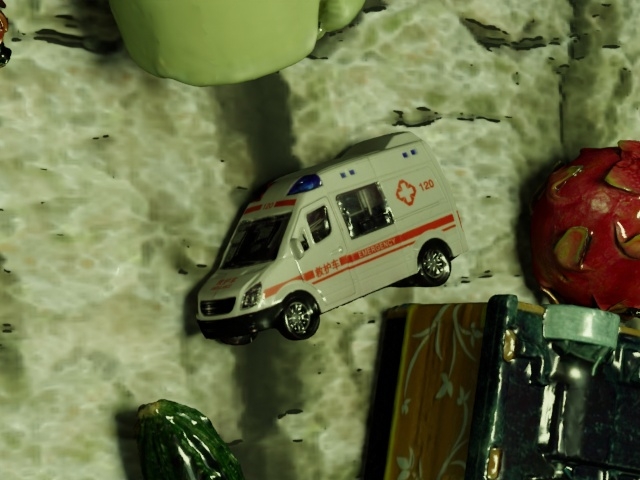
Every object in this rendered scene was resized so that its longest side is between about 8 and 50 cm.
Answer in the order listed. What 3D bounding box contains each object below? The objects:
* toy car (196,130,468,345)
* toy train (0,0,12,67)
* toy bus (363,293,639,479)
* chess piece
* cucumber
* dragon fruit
[{"bbox_3d":[0.000,0.000,1.362,0.209,0.089,0.108,-22,100,-37],"label":"toy car"},{"bbox_3d":[-0.290,-0.172,1.183,0.249,0.053,0.085,39,75,-29],"label":"toy train"},{"bbox_3d":[0.205,0.141,1.441,0.323,0.194,0.162,13,80,-32],"label":"toy bus"},{"bbox_3d":[-0.093,-0.319,1.169,0.234,0.234,0.442,-42,133,-30],"label":"chess piece"},{"bbox_3d":[-0.059,0.222,1.319,0.077,0.077,0.265,-25,101,-34],"label":"cucumber"},{"bbox_3d":[0.217,-0.004,1.501,0.136,0.133,0.166,-46,157,-41],"label":"dragon fruit"}]
